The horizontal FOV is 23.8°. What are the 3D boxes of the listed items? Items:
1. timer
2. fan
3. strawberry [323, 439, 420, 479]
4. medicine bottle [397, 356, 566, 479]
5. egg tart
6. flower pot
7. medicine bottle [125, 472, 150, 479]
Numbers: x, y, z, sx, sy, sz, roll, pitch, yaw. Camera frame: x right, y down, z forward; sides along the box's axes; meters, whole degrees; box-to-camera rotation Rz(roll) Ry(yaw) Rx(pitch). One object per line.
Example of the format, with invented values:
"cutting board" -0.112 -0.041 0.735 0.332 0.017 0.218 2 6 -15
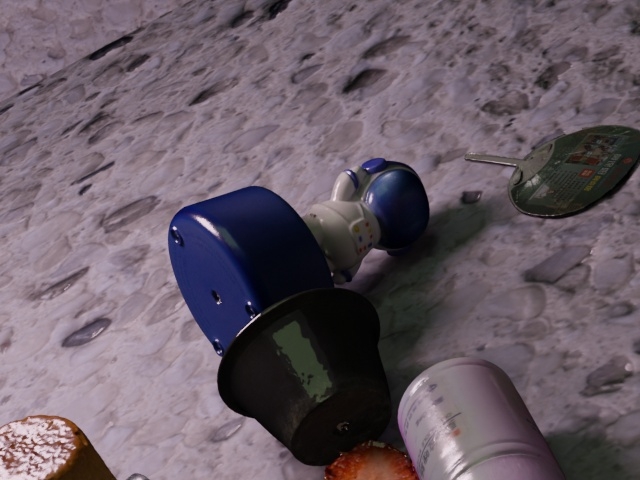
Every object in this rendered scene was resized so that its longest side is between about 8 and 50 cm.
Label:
"timer" 0.000 0.000 2.219 0.383 0.270 0.270 -29 28 -25
"fan" 0.370 -0.127 2.312 0.223 0.012 0.294 -30 31 -4
"strawberry" 0.070 0.329 1.800 0.167 0.087 0.208 2 27 23
"medicine bottle" 0.189 0.260 1.724 0.152 0.152 0.254 -26 29 3
"egg tart" -0.367 0.342 2.039 0.215 0.171 0.215 -7 36 5
"flower pot" -0.001 0.193 1.956 0.235 0.235 0.148 -30 48 -3
"medicine bottle" -0.303 0.422 1.888 0.293 0.141 0.141 -42 33 -22
